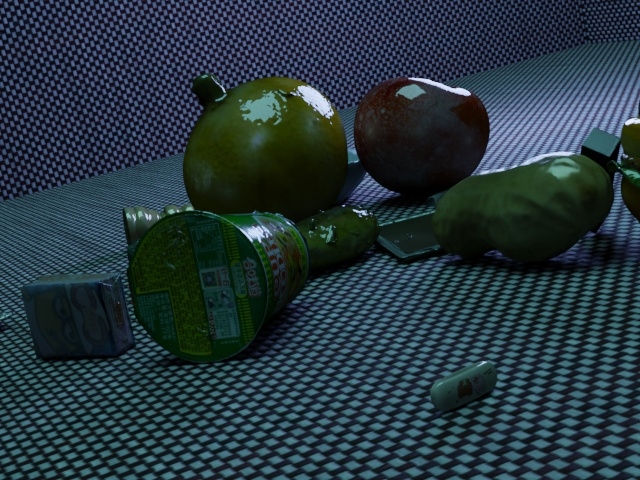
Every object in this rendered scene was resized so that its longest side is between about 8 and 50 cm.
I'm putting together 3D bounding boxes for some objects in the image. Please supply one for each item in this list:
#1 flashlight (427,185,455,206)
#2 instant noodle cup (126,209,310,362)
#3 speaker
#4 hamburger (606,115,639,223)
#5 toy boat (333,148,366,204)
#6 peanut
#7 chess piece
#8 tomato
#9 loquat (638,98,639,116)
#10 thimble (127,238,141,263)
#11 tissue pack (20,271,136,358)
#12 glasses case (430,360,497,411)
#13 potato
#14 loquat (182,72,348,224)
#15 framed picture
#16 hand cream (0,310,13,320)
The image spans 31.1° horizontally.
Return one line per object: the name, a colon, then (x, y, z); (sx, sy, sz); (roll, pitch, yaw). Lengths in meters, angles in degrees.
flashlight: (0.233, -0.085, 2.193); (0.018, 0.018, 0.083); (-5, 14, 38)
instant noodle cup: (-0.124, 0.043, 1.599); (0.207, 0.207, 0.233); (-7, 7, 22)
speaker: (0.396, -0.084, 1.662); (0.046, 0.191, 0.040); (26, 64, 22)
hamburger: (0.508, -0.080, 1.529); (0.246, 0.170, 0.246); (-2, 11, 0)
toy boat: (-0.020, -0.121, 2.419); (0.290, 0.100, 0.199); (-10, 12, 7)
peanut: (0.280, -0.037, 1.655); (0.147, 0.147, 0.319); (-22, 6, -39)
chess piece: (-0.318, -0.033, 2.374); (0.170, 0.094, 0.094); (-7, 11, -13)
tomato: (0.194, -0.200, 2.270); (0.270, 0.227, 0.270); (6, -3, 0)
loquat: (0.701, -0.262, 2.175); (0.179, 0.179, 0.227); (-1, 18, 42)
thimble: (-0.256, 0.038, 1.949); (0.135, 0.090, 0.118); (-8, 13, 20)
tissue pack: (-0.352, 0.109, 1.671); (0.155, 0.115, 0.065); (-4, 14, 29)
glasses case: (0.148, 0.150, 1.187); (0.083, 0.032, 0.021); (-19, 10, -30)
potato: (0.000, 0.000, 1.873); (0.225, 0.090, 0.117); (-19, 14, -32)
loquat: (-0.114, -0.169, 2.155); (0.328, 0.359, 0.328); (-33, 18, 12)
framed picture: (0.198, -0.017, 1.932); (0.216, 0.016, 0.273); (-14, 13, -9)
hand cream: (-0.613, 0.125, 2.017); (0.084, 0.050, 0.257); (-21, 21, -28)
